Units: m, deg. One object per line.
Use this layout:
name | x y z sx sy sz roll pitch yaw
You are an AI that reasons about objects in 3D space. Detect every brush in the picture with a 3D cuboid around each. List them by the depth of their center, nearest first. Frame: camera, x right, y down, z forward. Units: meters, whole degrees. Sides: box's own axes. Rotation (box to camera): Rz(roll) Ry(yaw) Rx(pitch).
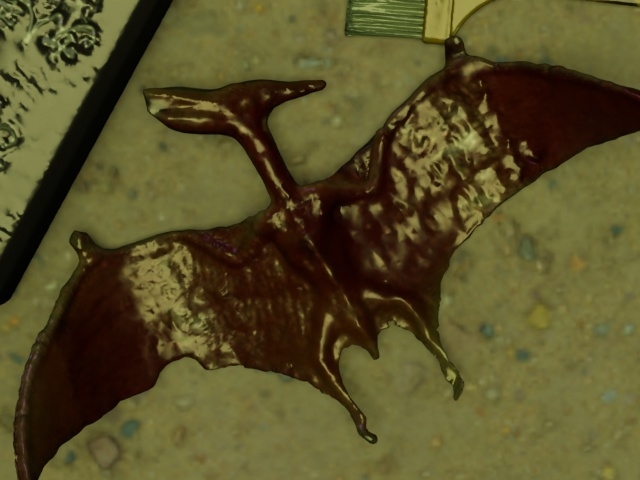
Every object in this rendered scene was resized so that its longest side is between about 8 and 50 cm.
brush | 0.117 -0.138 0.950 0.205 0.011 0.083 5 95 1

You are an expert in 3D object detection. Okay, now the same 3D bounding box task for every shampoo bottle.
shampoo bottle | -0.169 -0.055 0.944 0.098 0.071 0.309 29 98 -3

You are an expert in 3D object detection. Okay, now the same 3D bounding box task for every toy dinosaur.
toy dinosaur | 0.009 0.005 0.921 0.327 0.113 0.207 -3 96 1
